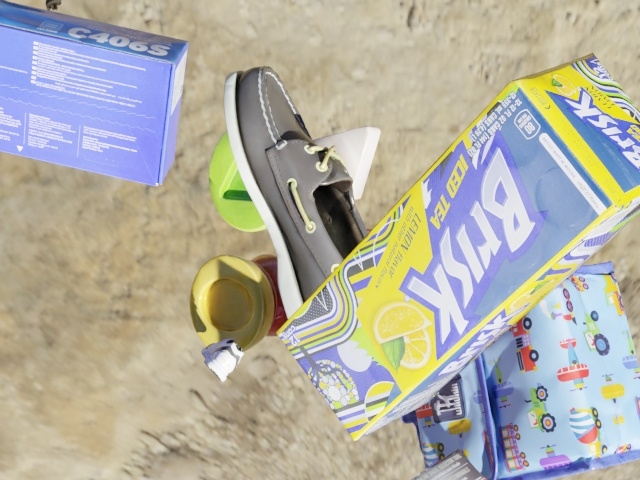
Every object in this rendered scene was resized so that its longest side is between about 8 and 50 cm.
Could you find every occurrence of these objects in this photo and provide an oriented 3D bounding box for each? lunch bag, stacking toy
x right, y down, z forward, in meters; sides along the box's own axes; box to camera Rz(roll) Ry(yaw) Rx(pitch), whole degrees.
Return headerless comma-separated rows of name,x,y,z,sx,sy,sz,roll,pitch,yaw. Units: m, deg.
lunch bag,0.209,0.168,1.591,0.293,0.138,0.221,-22,76,43
stacking toy,0.000,0.000,1.650,0.308,0.130,0.280,2,92,38

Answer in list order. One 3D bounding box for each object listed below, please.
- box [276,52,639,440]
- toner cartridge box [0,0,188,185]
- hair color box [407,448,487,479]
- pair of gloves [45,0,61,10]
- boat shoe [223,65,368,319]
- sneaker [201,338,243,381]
box,0.055,0.007,0.528,0.054,0.169,0.059,-23,72,-46
toner cartridge box,-0.338,-0.185,1.638,0.347,0.075,0.165,13,120,3
hair color box,0.092,0.291,1.390,0.093,0.167,0.053,-23,60,-42
pair of gloves,-0.337,-0.339,1.888,0.083,0.074,0.010,-33,88,-12
boat shoe,-0.004,-0.028,0.998,0.068,0.081,0.228,-25,78,25
sneaker,-0.108,0.132,1.587,0.044,0.109,0.040,-43,100,-4
